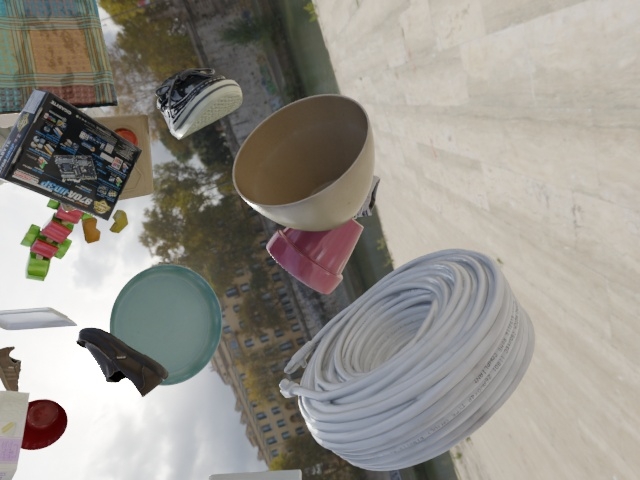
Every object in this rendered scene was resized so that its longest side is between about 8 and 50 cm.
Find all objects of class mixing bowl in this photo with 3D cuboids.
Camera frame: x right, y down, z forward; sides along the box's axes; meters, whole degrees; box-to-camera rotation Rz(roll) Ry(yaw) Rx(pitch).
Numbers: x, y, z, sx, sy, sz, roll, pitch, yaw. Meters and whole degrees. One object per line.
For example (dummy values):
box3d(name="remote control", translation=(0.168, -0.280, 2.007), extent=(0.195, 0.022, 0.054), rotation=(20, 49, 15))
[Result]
box3d(name="mixing bowl", translation=(-1.014, 0.647, 1.484), extent=(0.098, 0.181, 0.182), rotation=(6, 117, 65))

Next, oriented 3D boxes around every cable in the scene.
box3d(name="cable", translation=(0.090, 0.116, 0.436), extent=(0.089, 0.257, 0.257), rotation=(51, 165, -10))

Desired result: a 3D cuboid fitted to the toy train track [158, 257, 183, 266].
box3d(name="toy train track", translation=(-0.486, 0.079, 1.332), extent=(0.014, 0.083, 0.048), rotation=(16, -98, -83))

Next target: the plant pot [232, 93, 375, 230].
box3d(name="plant pot", translation=(-0.007, -0.129, 0.841), extent=(0.191, 0.284, 0.284), rotation=(53, -166, -49))

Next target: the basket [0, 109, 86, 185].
box3d(name="basket", translation=(-0.971, -0.360, 1.241), extent=(0.266, 0.328, 0.331), rotation=(53, -154, -5))

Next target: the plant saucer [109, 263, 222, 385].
box3d(name="plant saucer", translation=(-0.411, 0.224, 1.104), extent=(0.317, 0.043, 0.318), rotation=(18, -116, -43))

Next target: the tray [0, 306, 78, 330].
box3d(name="tray", translation=(-0.970, 0.257, 1.358), extent=(0.145, 0.270, 0.030), rotation=(75, -169, -60))

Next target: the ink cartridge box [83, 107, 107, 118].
box3d(name="ink cartridge box", translation=(-0.577, -0.247, 1.089), extent=(0.232, 0.066, 0.189), rotation=(58, 176, 44))

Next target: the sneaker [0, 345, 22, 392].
box3d(name="sneaker", translation=(-1.022, 0.436, 1.355), extent=(0.066, 0.071, 0.188), rotation=(22, 125, 38))

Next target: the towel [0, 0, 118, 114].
box3d(name="towel", translation=(-0.664, -0.486, 0.975), extent=(0.040, 0.271, 0.370), rotation=(150, 106, -68))

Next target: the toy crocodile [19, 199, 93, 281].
box3d(name="toy crocodile", translation=(-0.724, -0.043, 1.136), extent=(0.115, 0.341, 0.105), rotation=(33, -175, -35))

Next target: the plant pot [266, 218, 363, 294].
box3d(name="plant pot", translation=(0.000, 0.000, 0.988), extent=(0.201, 0.180, 0.201), rotation=(37, -175, -4))

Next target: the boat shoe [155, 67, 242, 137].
box3d(name="boat shoe", translation=(-0.348, -0.377, 1.100), extent=(0.500, 0.186, 0.156), rotation=(21, 141, 62))

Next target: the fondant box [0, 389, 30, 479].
box3d(name="fondant box", translation=(-0.850, 0.586, 1.025), extent=(0.096, 0.330, 0.238), rotation=(21, -163, -36))

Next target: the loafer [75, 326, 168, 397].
box3d(name="loafer", translation=(-0.429, 0.254, 0.854), extent=(0.078, 0.220, 0.080), rotation=(-59, -15, -32))

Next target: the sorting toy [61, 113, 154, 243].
box3d(name="sorting toy", translation=(-0.512, -0.144, 0.998), extent=(0.041, 0.229, 0.307), rotation=(30, 127, 33))

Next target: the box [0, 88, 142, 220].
box3d(name="box", translation=(-0.482, -0.157, 0.804), extent=(0.220, 0.051, 0.175), rotation=(36, -107, -62))

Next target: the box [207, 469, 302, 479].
box3d(name="box", translation=(-0.066, 0.297, 0.401), extent=(0.087, 0.101, 0.102), rotation=(-151, 59, -87))

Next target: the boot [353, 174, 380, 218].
box3d(name="boot", translation=(0.092, -0.091, 1.234), extent=(0.258, 0.123, 0.095), rotation=(-71, -16, 5))
